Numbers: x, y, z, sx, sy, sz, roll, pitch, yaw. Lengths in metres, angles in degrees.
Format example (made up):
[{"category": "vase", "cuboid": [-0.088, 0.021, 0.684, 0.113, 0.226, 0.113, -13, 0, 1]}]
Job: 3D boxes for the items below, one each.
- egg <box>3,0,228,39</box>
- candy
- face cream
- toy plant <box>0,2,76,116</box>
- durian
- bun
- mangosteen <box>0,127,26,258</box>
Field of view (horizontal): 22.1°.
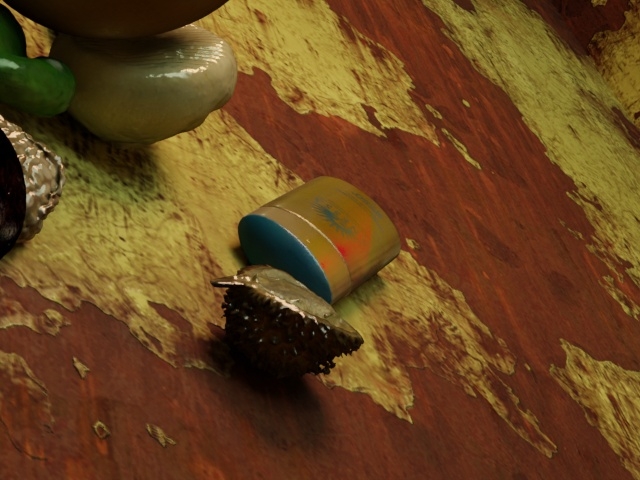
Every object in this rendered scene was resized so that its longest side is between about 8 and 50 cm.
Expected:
[{"category": "egg", "cuboid": [-0.200, -0.344, 1.654, 0.351, 0.282, 0.282, -11, 51, -37]}, {"category": "candy", "cuboid": [-0.282, -0.054, 1.458, 0.110, 0.085, 0.095, 32, 63, -16]}, {"category": "face cream", "cuboid": [0.000, 0.000, 1.856, 0.139, 0.067, 0.285, 40, 21, 6]}, {"category": "toy plant", "cuboid": [-0.360, -0.183, 1.518, 0.224, 0.184, 0.316, 25, 4, 10]}, {"category": "durian", "cuboid": [-0.045, 0.082, 1.581, 0.188, 0.091, 0.148, 32, 8, -42]}, {"category": "bun", "cuboid": [-0.194, -0.165, 1.766, 0.222, 0.127, 0.222, 11, 23, -5]}, {"category": "mangosteen", "cuboid": [-0.314, -0.038, 1.323, 0.152, 0.152, 0.152, 34, 22, -16]}]
